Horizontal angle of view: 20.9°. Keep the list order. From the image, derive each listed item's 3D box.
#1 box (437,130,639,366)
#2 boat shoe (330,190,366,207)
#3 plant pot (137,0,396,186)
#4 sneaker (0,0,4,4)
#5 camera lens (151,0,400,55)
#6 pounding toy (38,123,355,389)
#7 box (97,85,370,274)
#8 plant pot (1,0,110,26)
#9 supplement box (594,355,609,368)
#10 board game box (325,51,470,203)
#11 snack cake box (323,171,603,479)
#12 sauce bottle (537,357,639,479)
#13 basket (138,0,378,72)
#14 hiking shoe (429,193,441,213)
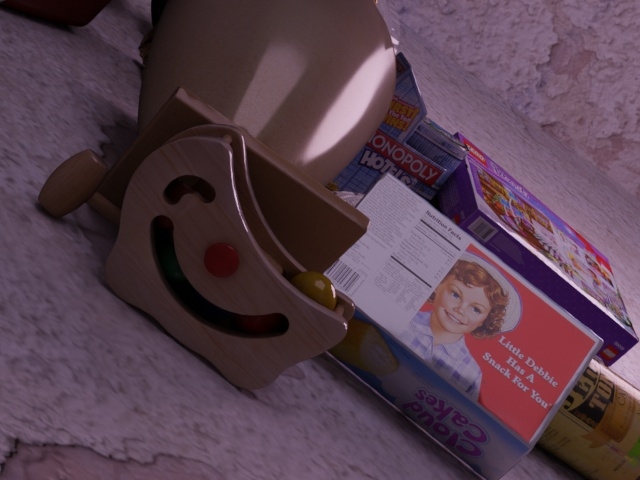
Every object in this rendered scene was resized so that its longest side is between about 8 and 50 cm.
[{"bbox_3d":[0.266,0.010,2.180,0.293,0.057,0.201,38,22,-22],"label":"box"},{"bbox_3d":[0.000,0.000,1.764,0.096,0.098,0.277,16,13,24],"label":"boat shoe"},{"bbox_3d":[-0.075,-0.121,1.687,0.256,0.256,0.274,36,30,-8],"label":"plant pot"},{"bbox_3d":[-0.426,-0.321,1.687,0.162,0.106,0.281,-3,30,-46],"label":"sneaker"},{"bbox_3d":[-0.061,-0.288,2.211,0.274,0.219,0.219,26,19,-39],"label":"camera lens"},{"bbox_3d":[-0.086,-0.012,1.439,0.269,0.154,0.155,38,15,-2],"label":"pounding toy"},{"bbox_3d":[-0.080,-0.026,1.499,0.201,0.164,0.021,35,42,-12],"label":"box"},{"bbox_3d":[-0.309,-0.394,1.918,0.267,0.267,0.236,50,7,39],"label":"plant pot"},{"bbox_3d":[0.274,0.159,1.922,0.055,0.083,0.043,34,14,-15],"label":"supplement box"},{"bbox_3d":[0.081,-0.115,2.076,0.194,0.194,0.060,31,16,-24],"label":"board game box"},{"bbox_3d":[0.112,0.079,1.622,0.264,0.089,0.152,39,53,3],"label":"snack cake box"},{"bbox_3d":[0.219,0.144,1.791,0.344,0.111,0.111,34,15,-13],"label":"sauce bottle"},{"bbox_3d":[-0.029,-0.237,1.969,0.223,0.299,0.213,30,17,-28],"label":"basket"},{"bbox_3d":[0.152,-0.027,2.234,0.114,0.086,0.227,38,21,-38],"label":"hiking shoe"}]
